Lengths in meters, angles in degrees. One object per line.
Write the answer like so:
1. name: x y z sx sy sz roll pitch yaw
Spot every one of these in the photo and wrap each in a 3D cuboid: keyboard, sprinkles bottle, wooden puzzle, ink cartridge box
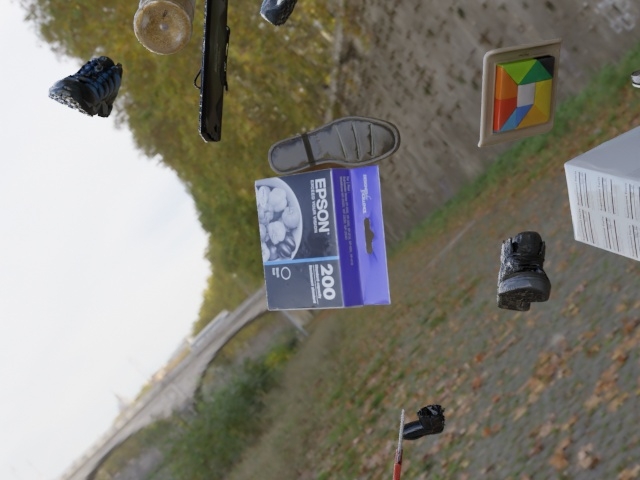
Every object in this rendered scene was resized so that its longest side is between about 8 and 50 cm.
1. keyboard: -0.132 -0.205 0.977 0.100 0.038 0.192 48 -135 -79
2. sprinkles bottle: -0.327 -0.529 1.863 0.121 0.121 0.355 -46 27 25
3. wooden puzzle: 0.467 -0.338 1.975 0.220 0.044 0.239 -15 -57 -25
4. ink cartridge box: 0.000 0.000 1.269 0.208 0.206 0.045 -6 -1 36

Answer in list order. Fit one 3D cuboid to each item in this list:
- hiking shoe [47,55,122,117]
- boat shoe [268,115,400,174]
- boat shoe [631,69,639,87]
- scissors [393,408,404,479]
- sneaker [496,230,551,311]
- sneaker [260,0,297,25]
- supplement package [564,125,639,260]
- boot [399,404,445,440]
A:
1. hiking shoe: -0.506 -0.346 1.856 0.304 0.113 0.132 -119 53 -80
2. boat shoe: 0.040 -0.212 1.880 0.307 0.111 0.104 -4 6 24
3. boat shoe: 0.535 -0.270 1.354 0.049 0.042 0.133 -34 11 -5
4. scissors: 0.175 0.488 1.887 0.297 0.021 0.109 90 -169 -50
5. sneaker: 0.221 0.027 0.937 0.170 0.051 0.089 75 -154 -77
6. sneaker: -0.077 -0.481 1.451 0.110 0.122 0.283 125 162 -55
7. supplement package: 0.546 -0.076 1.389 0.194 0.149 0.203 -25 26 -22
8. boot: 0.249 0.444 2.090 0.121 0.045 0.099 -10 -38 3
